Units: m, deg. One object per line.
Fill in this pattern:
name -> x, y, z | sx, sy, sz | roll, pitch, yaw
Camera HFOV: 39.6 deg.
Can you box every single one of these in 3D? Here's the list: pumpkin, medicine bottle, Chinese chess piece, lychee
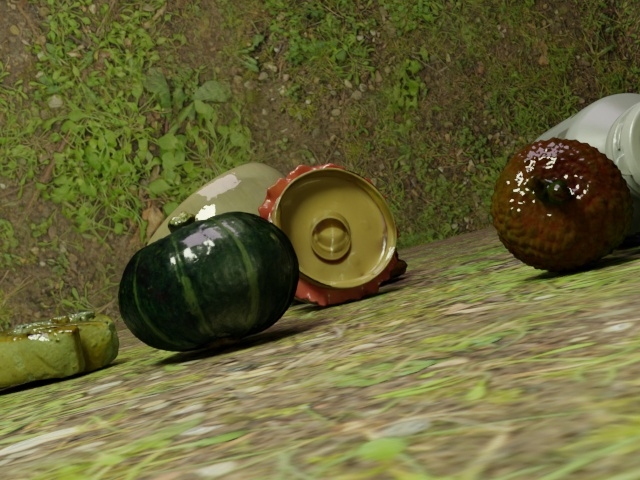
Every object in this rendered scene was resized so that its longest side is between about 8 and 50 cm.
pumpkin -> -0.099, 0.036, 0.802 | 0.167, 0.125, 0.167 | -3, -14, -1
medicine bottle -> 0.285, -0.068, 0.851 | 0.135, 0.135, 0.215 | -13, -5, -10
Chinese chess piece -> -0.138, 0.007, 1.300 | 0.273, 0.102, 0.273 | -40, -14, -12
lychee -> 0.200, -0.028, 0.734 | 0.114, 0.114, 0.146 | -14, -18, 24

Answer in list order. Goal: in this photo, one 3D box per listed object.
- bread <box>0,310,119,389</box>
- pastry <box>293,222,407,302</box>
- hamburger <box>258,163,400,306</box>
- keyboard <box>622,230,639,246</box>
bread -> -0.285, 0.113, 0.919 | 0.156, 0.064, 0.117 | -15, 1, 9
pastry -> 0.023, 0.021, 1.232 | 0.188, 0.103, 0.189 | -13, 0, 0
hamburger -> -0.003, -0.002, 1.047 | 0.175, 0.175, 0.137 | -13, -7, -22
keyboard -> 0.386, -0.026, 0.793 | 0.250, 0.017, 0.087 | -14, 1, -25
